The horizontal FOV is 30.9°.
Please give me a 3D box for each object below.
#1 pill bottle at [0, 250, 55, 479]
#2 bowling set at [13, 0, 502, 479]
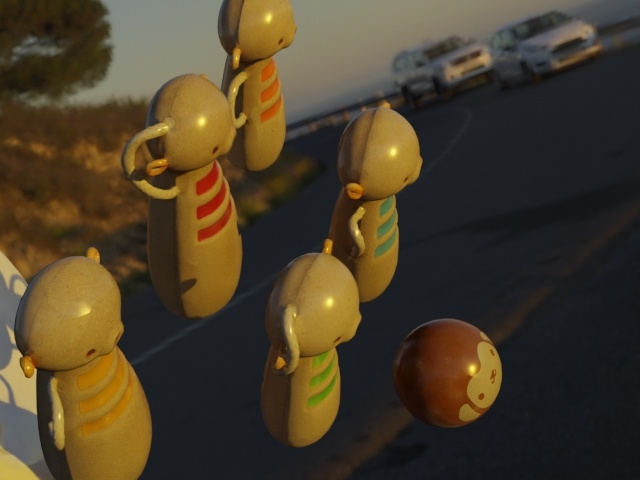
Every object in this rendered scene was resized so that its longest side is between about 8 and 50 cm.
[{"bbox_3d":[-0.373,0.152,0.738,0.392,0.224,0.224,-33,5,11],"label":"pill bottle"},{"bbox_3d":[0.000,0.000,0.552,0.200,0.154,0.287,13,53,7],"label":"bowling set"}]
